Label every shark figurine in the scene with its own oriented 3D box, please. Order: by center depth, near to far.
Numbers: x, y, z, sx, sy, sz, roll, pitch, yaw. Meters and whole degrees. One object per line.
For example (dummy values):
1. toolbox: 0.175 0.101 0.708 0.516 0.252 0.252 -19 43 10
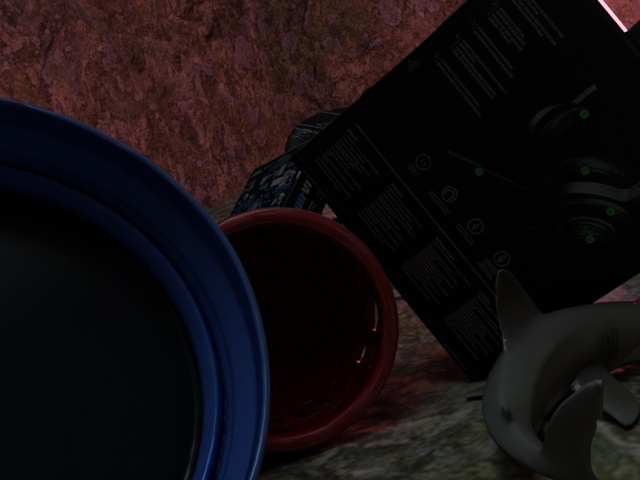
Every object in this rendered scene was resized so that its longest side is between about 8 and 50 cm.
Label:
1. shark figurine: 0.142 0.078 0.548 0.166 0.116 0.278 -14 7 28

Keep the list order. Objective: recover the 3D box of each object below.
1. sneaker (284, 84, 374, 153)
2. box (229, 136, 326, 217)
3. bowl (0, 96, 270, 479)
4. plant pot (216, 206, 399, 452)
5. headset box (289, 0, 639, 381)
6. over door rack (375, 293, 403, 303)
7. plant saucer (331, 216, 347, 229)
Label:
1. sneaker: 0.081 -0.088 1.352 0.169 0.257 0.447 12 26 22
2. box: -0.065 -0.029 1.065 0.220 0.051 0.175 -15 46 63
3. bowl: -0.225 0.079 0.482 0.391 0.391 0.077 -22 -24 -33
4. plant pot: -0.045 0.066 0.711 0.191 0.191 0.174 -18 6 -9
5. headset box: 0.167 -0.071 0.686 0.283 0.246 0.131 -41 -1 25
6. over door rack: 0.074 0.030 0.986 0.324 0.108 0.239 -19 8 -16
7. plant saucer: 0.000 0.000 1.031 0.119 0.021 0.119 -30 11 7
